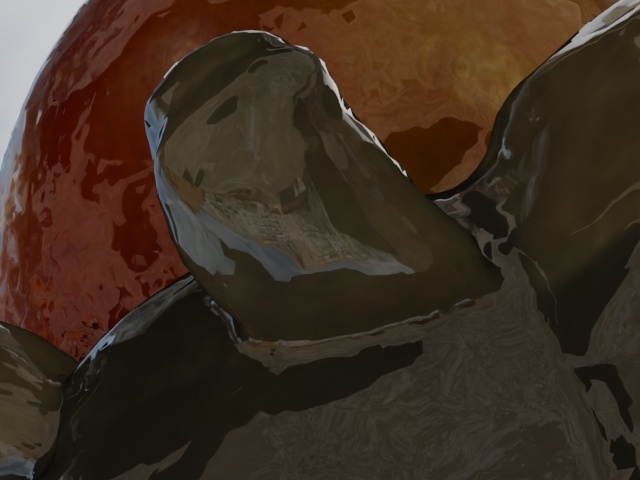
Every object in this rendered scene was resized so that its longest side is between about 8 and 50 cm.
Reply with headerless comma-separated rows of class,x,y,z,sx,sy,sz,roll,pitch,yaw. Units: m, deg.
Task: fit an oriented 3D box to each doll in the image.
doll,0.117,0.103,0.415,0.382,0.252,0.379,-19,-111,5

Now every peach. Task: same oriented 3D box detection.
peach,0.000,0.000,0.677,0.281,0.238,0.281,-20,-144,15
